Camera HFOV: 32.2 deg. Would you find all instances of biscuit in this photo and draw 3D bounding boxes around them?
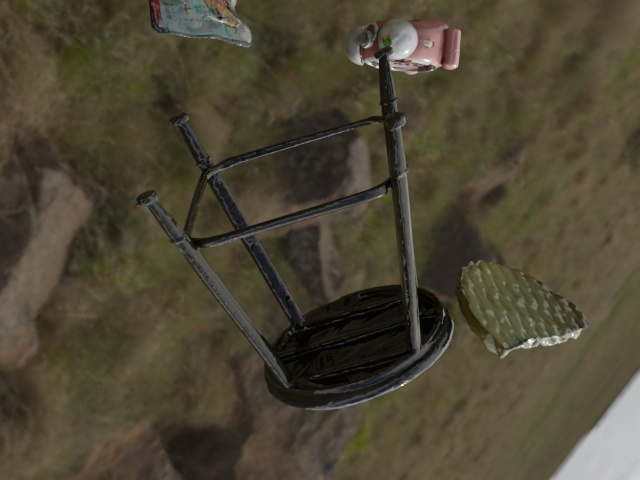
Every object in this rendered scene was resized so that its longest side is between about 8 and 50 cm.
[{"bbox_3d":[0.300,0.101,1.752,0.273,0.187,0.036,-3,137,-46],"label":"biscuit"}]

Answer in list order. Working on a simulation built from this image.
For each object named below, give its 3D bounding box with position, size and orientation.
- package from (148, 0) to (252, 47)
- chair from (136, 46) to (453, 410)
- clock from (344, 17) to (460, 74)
[{"bbox_3d":[-0.224,-0.444,2.056,0.232,0.166,0.040,4,157,-44],"label":"package"},{"bbox_3d":[0.000,0.000,1.629,0.364,0.410,0.362,-17,-157,8],"label":"chair"},{"bbox_3d":[0.137,-0.342,1.900,0.162,0.166,0.093,1,93,-34],"label":"clock"}]
